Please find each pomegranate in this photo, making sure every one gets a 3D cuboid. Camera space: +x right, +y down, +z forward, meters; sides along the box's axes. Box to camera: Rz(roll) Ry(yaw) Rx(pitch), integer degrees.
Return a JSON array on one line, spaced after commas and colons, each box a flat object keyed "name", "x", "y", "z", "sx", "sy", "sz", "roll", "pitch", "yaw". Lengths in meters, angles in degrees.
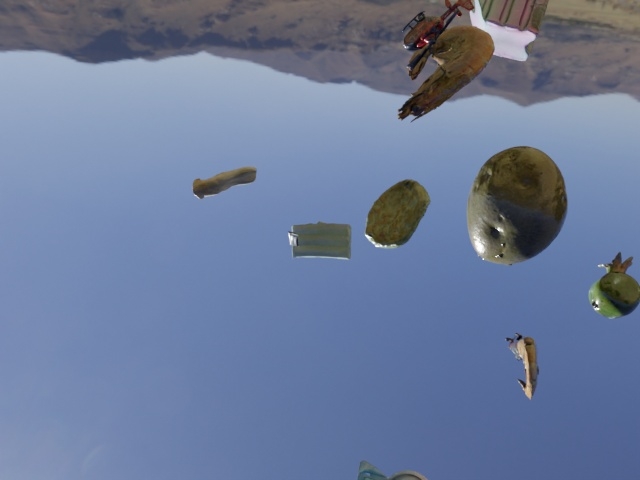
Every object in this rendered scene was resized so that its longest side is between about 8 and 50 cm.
[{"name": "pomegranate", "x": 0.866, "y": 0.132, "z": 1.650, "sx": 0.131, "sy": 0.191, "sz": 0.152, "roll": 13, "pitch": 164, "yaw": 7}]

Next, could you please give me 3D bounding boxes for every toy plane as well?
[{"name": "toy plane", "x": 0.186, "y": -0.349, "z": 0.916, "sx": 0.037, "sy": 0.145, "sz": 0.060, "roll": 14, "pitch": -130, "yaw": -44}]

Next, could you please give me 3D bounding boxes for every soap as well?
[{"name": "soap", "x": 0.514, "y": -0.654, "z": 1.520, "sx": 0.193, "sy": 0.109, "sz": 0.324, "roll": 19, "pitch": -114, "yaw": 11}]

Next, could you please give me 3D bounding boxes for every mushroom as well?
[{"name": "mushroom", "x": -0.288, "y": -0.180, "z": 1.698, "sx": 0.202, "sy": 0.059, "sz": 0.054, "roll": -19, "pitch": -153, "yaw": -6}]

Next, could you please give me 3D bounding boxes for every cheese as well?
[{"name": "cheese", "x": 0.215, "y": 0.707, "z": 1.570, "sx": 0.244, "sy": 0.135, "sz": 0.052, "roll": 17, "pitch": 161, "yaw": -3}]

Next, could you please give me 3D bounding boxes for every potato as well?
[{"name": "potato", "x": 0.363, "y": -0.061, "z": 1.053, "sx": 0.160, "sy": 0.235, "sz": 0.178, "roll": 8, "pitch": -144, "yaw": -19}]

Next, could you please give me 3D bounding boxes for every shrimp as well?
[{"name": "shrimp", "x": 0.232, "y": -0.332, "z": 1.099, "sx": 0.150, "sy": 0.249, "sz": 0.068, "roll": 33, "pitch": 166, "yaw": 33}, {"name": "shrimp", "x": 0.596, "y": 0.359, "z": 1.613, "sx": 0.075, "sy": 0.178, "sz": 0.289, "roll": -2, "pitch": 175, "yaw": 6}]

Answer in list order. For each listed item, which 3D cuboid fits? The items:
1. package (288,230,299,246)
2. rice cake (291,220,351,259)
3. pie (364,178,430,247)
[{"name": "package", "x": -0.087, "y": -0.003, "z": 1.827, "sx": 0.037, "sy": 0.015, "sz": 0.110, "roll": 19, "pitch": 157, "yaw": 6}, {"name": "rice cake", "x": 0.000, "y": 0.000, "z": 1.882, "sx": 0.237, "sy": 0.127, "sz": 0.043, "roll": -2, "pitch": 174, "yaw": 32}, {"name": "pie", "x": 0.181, "y": -0.060, "z": 1.319, "sx": 0.041, "sy": 0.187, "sz": 0.187, "roll": 36, "pitch": -176, "yaw": -32}]
